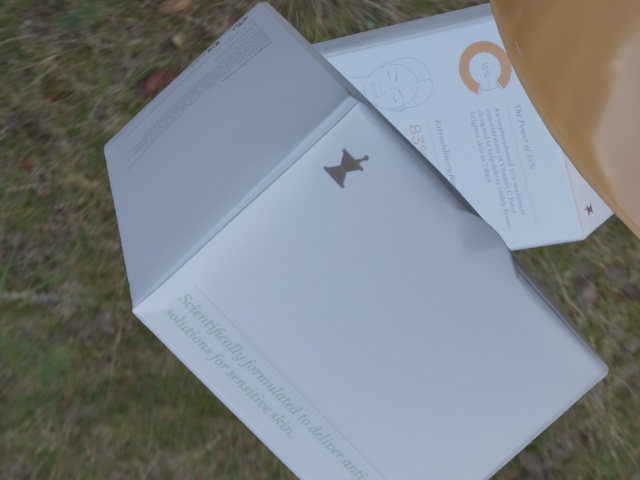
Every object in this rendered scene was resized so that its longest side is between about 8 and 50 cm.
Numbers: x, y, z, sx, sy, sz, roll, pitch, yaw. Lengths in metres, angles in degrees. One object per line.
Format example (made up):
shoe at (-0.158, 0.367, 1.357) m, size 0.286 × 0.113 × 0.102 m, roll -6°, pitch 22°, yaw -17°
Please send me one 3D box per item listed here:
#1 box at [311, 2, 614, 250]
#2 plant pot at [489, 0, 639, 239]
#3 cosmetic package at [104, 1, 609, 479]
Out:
box at (0.099, -0.099, 1.682) m, size 0.345 × 0.168 × 0.215 m, roll -9°, pitch 102°, yaw 31°
plant pot at (0.235, -0.111, 0.631) m, size 0.291 × 0.291 × 0.203 m, roll 32°, pitch 129°, yaw -6°
cosmetic package at (0.000, 0.000, 0.993) m, size 0.155 × 0.365 × 0.197 m, roll -42°, pitch 106°, yaw 4°
